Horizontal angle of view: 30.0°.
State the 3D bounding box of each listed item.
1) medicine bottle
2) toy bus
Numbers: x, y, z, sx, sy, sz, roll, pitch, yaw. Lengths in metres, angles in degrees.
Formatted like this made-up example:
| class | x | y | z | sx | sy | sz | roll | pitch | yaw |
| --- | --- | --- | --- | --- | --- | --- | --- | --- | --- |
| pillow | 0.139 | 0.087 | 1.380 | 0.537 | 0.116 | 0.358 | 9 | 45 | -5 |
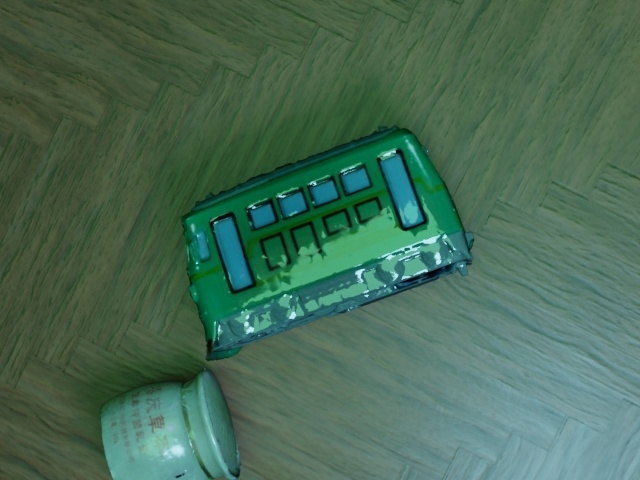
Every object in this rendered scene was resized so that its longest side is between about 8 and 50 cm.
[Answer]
| class | x | y | z | sx | sy | sz | roll | pitch | yaw |
| --- | --- | --- | --- | --- | --- | --- | --- | --- | --- |
| medicine bottle | -0.180 | 0.242 | 1.464 | 0.143 | 0.147 | 0.147 | -18 | 88 | 5 |
| toy bus | 0.000 | 0.000 | 1.429 | 0.343 | 0.183 | 0.199 | -21 | 84 | 5 |
